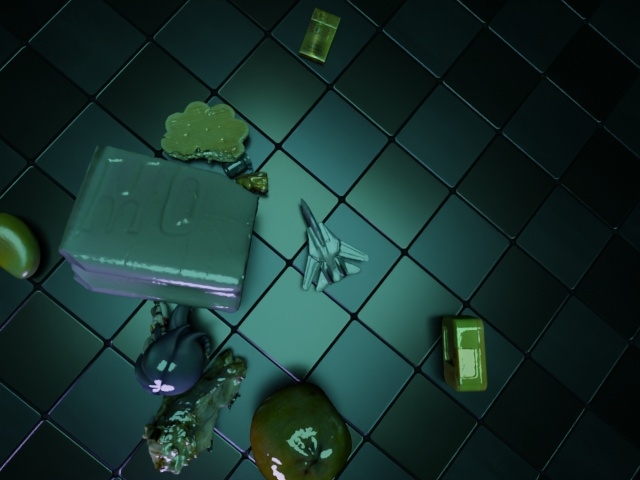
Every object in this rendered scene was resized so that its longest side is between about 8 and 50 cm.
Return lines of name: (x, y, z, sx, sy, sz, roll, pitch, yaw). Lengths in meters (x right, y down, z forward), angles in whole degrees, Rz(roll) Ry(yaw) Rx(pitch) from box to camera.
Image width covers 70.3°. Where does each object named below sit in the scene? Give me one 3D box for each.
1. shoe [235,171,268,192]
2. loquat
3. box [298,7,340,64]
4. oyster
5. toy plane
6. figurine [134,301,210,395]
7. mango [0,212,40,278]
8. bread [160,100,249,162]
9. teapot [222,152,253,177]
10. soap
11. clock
shoe: (-0.203, -0.160, 1.321, 0.108, 0.072, 0.069, -14, 82, -7)
loquat: (-0.054, 0.517, 1.179, 0.275, 0.284, 0.276, 1, 83, -12)
box: (-0.002, -0.632, 1.405, 0.088, 0.022, 0.157, 22, 83, -5)
oyster: (-0.325, 0.454, 1.223, 0.197, 0.133, 0.337, 39, 66, 24)
toy plane: (-0.001, 0.002, 1.329, 0.212, 0.088, 0.268, -26, 80, -9)
figurine: (-0.387, 0.274, 1.189, 0.196, 0.175, 0.265, 2, 44, 2)
mango: (-0.839, 0.014, 1.229, 0.130, 0.092, 0.195, -25, 93, -9)
bread: (-0.329, -0.316, 1.321, 0.250, 0.039, 0.182, 5, 73, 3)
teapot: (-0.240, -0.215, 1.332, 0.083, 0.049, 0.064, -32, 89, -8)
soap: (-0.387, -0.027, 1.170, 0.434, 0.213, 0.351, 13, 60, -7)
clock: (0.414, 0.322, 1.312, 0.096, 0.143, 0.203, -1, 86, -4)
